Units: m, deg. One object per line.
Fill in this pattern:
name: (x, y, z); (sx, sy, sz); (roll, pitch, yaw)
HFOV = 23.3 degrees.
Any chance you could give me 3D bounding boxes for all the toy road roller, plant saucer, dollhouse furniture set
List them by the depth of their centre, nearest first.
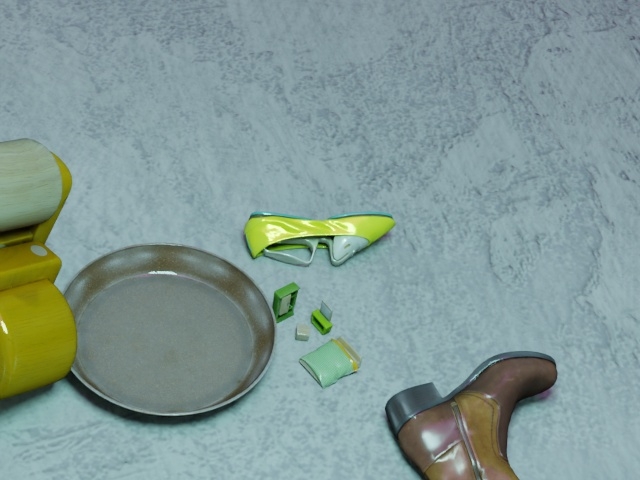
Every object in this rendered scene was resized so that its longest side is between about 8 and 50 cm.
toy road roller: (-0.416, 0.054, 2.024); (0.240, 0.329, 0.202); (39, 28, 21)
plant saucer: (-0.217, 0.132, 2.181); (0.310, 0.050, 0.310); (6, 46, -6)
dollhouse furniture set: (-0.007, 0.131, 2.220); (0.076, 0.058, 0.152); (-25, 57, -30)

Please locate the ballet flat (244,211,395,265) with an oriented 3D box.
ballet flat: (0.000, 0.000, 2.346); (0.231, 0.077, 0.077); (1, 68, -8)

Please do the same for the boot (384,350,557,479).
boot: (0.256, 0.295, 2.100); (0.264, 0.096, 0.280); (-12, 52, -23)
